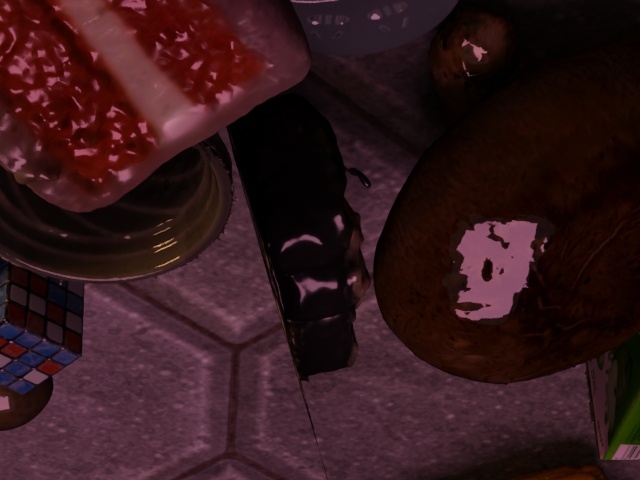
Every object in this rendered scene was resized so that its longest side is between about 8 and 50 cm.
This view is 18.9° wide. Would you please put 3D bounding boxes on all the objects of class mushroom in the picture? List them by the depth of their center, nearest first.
[{"bbox_3d":[0.201,-0.018,1.610,0.345,0.239,0.345,-4,135,-4],"label":"mushroom"}]

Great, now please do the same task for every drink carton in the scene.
[{"bbox_3d":[0.342,0.085,1.837,0.108,0.161,0.271,4,144,-10],"label":"drink carton"}]

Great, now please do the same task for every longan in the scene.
[{"bbox_3d":[-0.316,0.146,1.922,0.113,0.092,0.113,-9,148,-6],"label":"longan"}]

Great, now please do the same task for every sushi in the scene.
[{"bbox_3d":[0.000,0.000,1.602,0.100,0.296,0.373,-16,143,-2],"label":"sushi"}]

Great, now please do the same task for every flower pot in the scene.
[{"bbox_3d":[-0.186,-0.082,1.595,0.235,0.141,0.235,-3,141,-2],"label":"flower pot"}]

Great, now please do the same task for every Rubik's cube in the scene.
[{"bbox_3d":[-0.288,0.076,1.832,0.092,0.092,0.092,30,131,-35],"label":"Rubik's cube"}]

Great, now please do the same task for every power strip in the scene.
[{"bbox_3d":[0.022,-0.202,1.531,0.216,0.044,0.137,-18,141,18],"label":"power strip"}]

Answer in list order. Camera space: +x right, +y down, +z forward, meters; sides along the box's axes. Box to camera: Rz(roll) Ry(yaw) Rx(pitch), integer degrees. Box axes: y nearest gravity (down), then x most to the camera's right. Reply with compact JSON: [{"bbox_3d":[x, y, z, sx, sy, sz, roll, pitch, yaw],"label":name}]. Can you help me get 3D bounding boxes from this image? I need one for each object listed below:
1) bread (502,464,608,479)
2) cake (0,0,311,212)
[{"bbox_3d":[0.212,0.315,2.159,0.245,0.094,0.102,-21,169,25],"label":"bread"},{"bbox_3d":[-0.188,-0.206,1.330,0.237,0.230,0.309,-37,134,4],"label":"cake"}]
